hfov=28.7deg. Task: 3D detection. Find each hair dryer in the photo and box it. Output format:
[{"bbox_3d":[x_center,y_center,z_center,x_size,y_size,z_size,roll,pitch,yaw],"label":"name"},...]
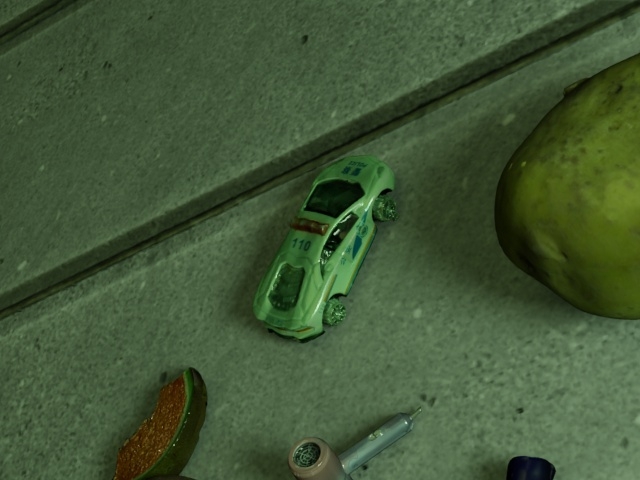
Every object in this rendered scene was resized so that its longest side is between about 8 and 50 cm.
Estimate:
[{"bbox_3d":[0.033,0.163,0.992,0.114,0.063,0.037,-34,44,-5],"label":"hair dryer"}]

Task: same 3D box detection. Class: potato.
[{"bbox_3d":[0.244,-0.046,0.896,0.228,0.148,0.197,-50,58,2],"label":"potato"}]

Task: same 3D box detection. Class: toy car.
[{"bbox_3d":[0.000,0.000,1.117,0.093,0.058,0.186,15,73,44],"label":"toy car"}]

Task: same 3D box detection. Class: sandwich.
[{"bbox_3d":[-0.141,0.179,1.128,0.067,0.029,0.135,25,81,49],"label":"sandwich"}]

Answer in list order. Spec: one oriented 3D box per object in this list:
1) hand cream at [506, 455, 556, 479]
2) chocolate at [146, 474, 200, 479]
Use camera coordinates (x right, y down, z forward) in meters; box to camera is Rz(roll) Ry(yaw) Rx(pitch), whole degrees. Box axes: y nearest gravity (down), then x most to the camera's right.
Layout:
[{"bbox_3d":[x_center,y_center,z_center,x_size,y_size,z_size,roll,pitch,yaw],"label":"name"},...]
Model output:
[{"bbox_3d":[0.139,0.234,0.877,0.062,0.039,0.163,2,65,20],"label":"hand cream"},{"bbox_3d":[-0.106,0.280,1.000,0.261,0.083,0.161,20,74,44],"label":"chocolate"}]
